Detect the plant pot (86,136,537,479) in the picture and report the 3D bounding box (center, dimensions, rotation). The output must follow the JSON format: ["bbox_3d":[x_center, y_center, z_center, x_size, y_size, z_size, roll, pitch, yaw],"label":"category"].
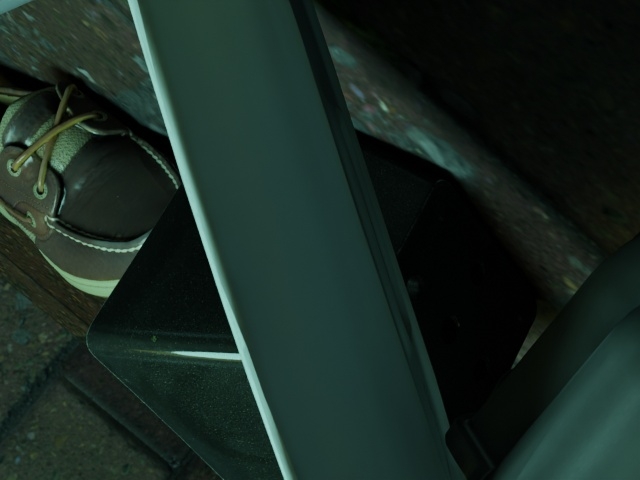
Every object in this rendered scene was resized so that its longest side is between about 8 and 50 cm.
[{"bbox_3d":[0.012,0.045,0.946,0.167,0.187,0.188,3,144,44],"label":"plant pot"}]

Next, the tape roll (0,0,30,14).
[{"bbox_3d":[-0.140,-0.191,0.572,0.219,0.072,0.219,-22,-90,-84],"label":"tape roll"}]

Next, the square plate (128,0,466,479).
[{"bbox_3d":[0.000,0.000,0.640,0.347,0.049,0.344,-58,-50,-85],"label":"square plate"}]

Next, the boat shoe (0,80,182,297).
[{"bbox_3d":[-0.203,-0.058,1.239,0.342,0.123,0.123,29,165,51],"label":"boat shoe"}]

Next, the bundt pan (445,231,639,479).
[{"bbox_3d":[0.212,0.092,0.490,0.331,0.124,0.331,23,-157,-10],"label":"bundt pan"}]
